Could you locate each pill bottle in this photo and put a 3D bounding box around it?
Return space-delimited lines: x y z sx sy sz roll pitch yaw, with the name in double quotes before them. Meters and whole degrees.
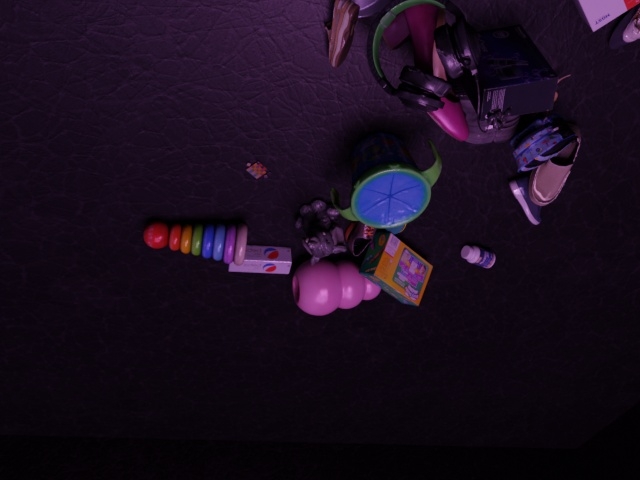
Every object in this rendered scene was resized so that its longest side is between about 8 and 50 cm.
"pill bottle" 0.584 0.057 2.200 0.120 0.067 0.067 17 131 -26

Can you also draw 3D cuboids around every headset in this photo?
"headset" 0.272 -0.395 1.357 0.394 0.185 0.243 46 112 8

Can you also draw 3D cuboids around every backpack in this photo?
"backpack" 0.627 -0.277 1.716 0.173 0.117 0.158 -29 171 -34

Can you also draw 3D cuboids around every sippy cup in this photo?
"sippy cup" 0.188 -0.193 1.751 0.305 0.224 0.240 -1 136 -9

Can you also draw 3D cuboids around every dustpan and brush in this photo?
"dustpan and brush" 0.156 -0.609 1.420 0.211 0.060 0.147 -7 137 -1

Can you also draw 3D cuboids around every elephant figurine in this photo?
"elephant figurine" 0.000 0.000 1.915 0.186 0.239 0.169 16 132 -25

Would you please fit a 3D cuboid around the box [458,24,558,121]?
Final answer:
"box" 0.464 -0.432 1.513 0.184 0.261 0.103 -8 137 -2

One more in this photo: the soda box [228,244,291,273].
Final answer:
"soda box" -0.212 0.066 2.072 0.216 0.074 0.069 3 137 -12

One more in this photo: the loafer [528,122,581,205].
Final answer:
"loafer" 0.726 -0.230 1.839 0.102 0.092 0.268 18 112 9

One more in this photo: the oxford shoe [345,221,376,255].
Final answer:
"oxford shoe" 0.168 -0.058 1.984 0.097 0.098 0.271 8 135 -18

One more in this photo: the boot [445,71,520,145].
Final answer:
"boot" 0.432 -0.364 1.698 0.338 0.118 0.223 3 143 -5

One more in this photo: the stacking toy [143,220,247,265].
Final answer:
"stacking toy" -0.410 -0.001 1.933 0.330 0.141 0.141 6 135 -10

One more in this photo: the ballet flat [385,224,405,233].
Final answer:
"ballet flat" 0.263 -0.101 1.966 0.077 0.077 0.231 28 157 15

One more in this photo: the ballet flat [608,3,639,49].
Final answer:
"ballet flat" 0.842 -0.583 1.556 0.074 0.074 0.203 10 134 -19

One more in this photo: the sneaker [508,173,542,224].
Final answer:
"sneaker" 0.752 -0.151 1.991 0.163 0.086 0.226 -26 134 22

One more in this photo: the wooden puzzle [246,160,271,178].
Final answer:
"wooden puzzle" -0.194 -0.217 1.822 0.049 0.006 0.083 -30 133 22

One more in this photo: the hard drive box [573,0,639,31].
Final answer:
"hard drive box" 0.692 -0.661 1.433 0.181 0.089 0.232 -32 133 24

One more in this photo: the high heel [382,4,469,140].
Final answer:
"high heel" 0.313 -0.438 1.482 0.181 0.127 0.377 -30 103 31

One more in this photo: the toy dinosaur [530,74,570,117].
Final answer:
"toy dinosaur" 0.658 -0.416 1.731 0.092 0.053 0.183 -19 146 -11

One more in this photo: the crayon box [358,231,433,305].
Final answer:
"crayon box" 0.274 0.104 2.119 0.081 0.165 0.278 5 157 49

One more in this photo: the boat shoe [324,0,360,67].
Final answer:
"boat shoe" 0.044 -0.528 1.497 0.072 0.068 0.190 31 143 8

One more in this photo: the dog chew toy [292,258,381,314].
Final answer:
"dog chew toy" 0.070 0.159 2.140 0.332 0.206 0.206 -5 138 -17
